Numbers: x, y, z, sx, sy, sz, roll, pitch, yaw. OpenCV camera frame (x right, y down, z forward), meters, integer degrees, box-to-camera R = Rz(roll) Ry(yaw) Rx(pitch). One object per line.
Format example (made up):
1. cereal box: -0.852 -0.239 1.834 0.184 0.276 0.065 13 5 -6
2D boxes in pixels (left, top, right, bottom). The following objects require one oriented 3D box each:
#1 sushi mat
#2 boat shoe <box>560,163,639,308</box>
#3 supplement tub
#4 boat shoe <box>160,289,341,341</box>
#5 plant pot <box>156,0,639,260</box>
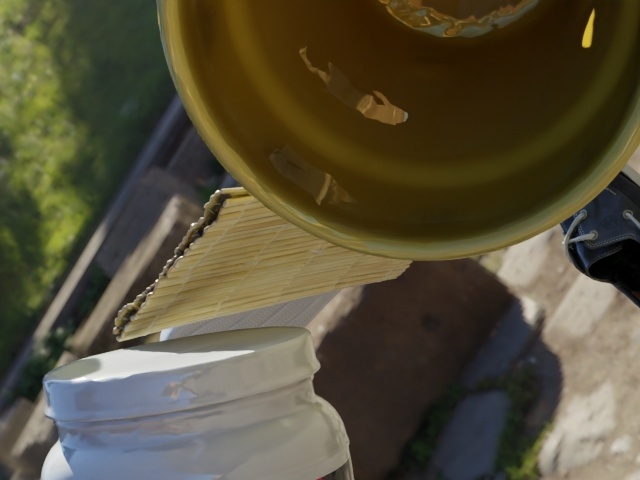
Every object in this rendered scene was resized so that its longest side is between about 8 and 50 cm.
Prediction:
1. sushi mat: 0.000 0.000 0.995 0.316 0.019 0.151 -10 -29 -49
2. boat shoe: 0.230 -0.010 1.109 0.079 0.233 0.084 -36 -32 -23
3. supplement tub: -0.066 0.202 0.855 0.191 0.191 0.272 180 80 -73
4. boat shoe: -0.045 0.025 1.581 0.335 0.121 0.119 -35 43 6
5. plant pot: 0.066 -0.151 0.755 0.254 0.254 0.239 -50 5 28
